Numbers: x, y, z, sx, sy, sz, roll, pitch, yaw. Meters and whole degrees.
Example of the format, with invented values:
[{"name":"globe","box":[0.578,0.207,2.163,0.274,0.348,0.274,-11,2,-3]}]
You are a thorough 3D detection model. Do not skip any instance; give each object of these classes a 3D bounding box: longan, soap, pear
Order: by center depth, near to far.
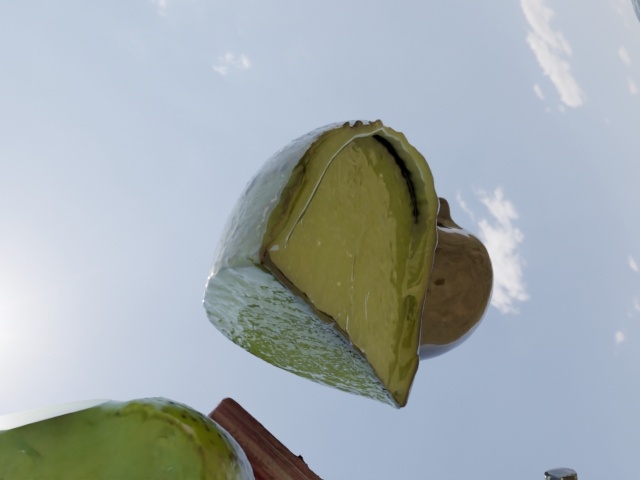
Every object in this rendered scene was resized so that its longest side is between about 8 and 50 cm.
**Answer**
[{"name":"pear","box":[-0.154,0.244,0.372,0.281,0.176,0.287,0,-120,-49]},{"name":"soap","box":[-0.099,0.434,0.878,0.324,0.220,0.127,42,-128,8]},{"name":"longan","box":[0.147,0.060,0.888,0.243,0.299,0.301,68,-166,-68]}]

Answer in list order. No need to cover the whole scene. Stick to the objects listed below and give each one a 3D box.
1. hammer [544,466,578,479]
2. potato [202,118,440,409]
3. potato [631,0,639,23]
[{"name":"hammer","box":[0.147,0.171,0.222,0.201,0.021,0.078,62,-158,-84]},{"name":"potato","box":[0.000,0.000,0.638,0.330,0.212,0.280,51,-125,-42]},{"name":"potato","box":[0.264,-0.160,0.258,0.137,0.200,0.155,-80,-17,-63]}]
